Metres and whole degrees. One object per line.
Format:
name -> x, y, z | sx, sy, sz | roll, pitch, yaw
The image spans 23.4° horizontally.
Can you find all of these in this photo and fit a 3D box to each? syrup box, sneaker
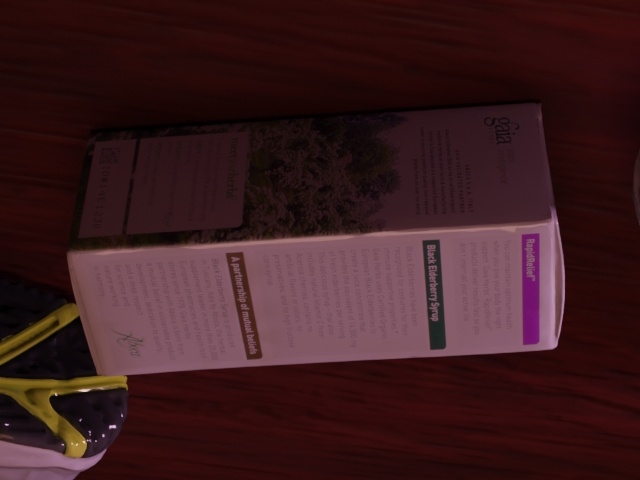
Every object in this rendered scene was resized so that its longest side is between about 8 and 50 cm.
syrup box -> 0.000, 0.000, 0.782 | 0.237, 0.093, 0.096 | -3, 133, 4
sneaker -> -0.303, 0.073, 0.824 | 0.385, 0.145, 0.147 | 23, 130, -18

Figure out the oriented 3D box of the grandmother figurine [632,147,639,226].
grandmother figurine -> 0.297, 0.027, 0.798 | 0.342, 0.104, 0.208 | 26, 146, -22
